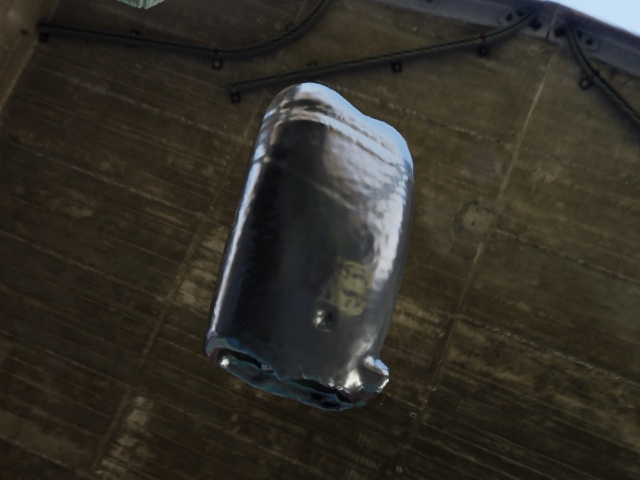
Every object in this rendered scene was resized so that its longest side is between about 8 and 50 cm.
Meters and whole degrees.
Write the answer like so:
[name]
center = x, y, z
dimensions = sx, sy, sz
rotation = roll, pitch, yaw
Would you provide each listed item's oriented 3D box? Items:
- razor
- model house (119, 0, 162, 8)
[razor]
center = 0.001, -0.001, 0.742
dimensions = 0.204, 0.113, 0.349
rotation = 24, -123, -21
[model house]
center = -0.154, -0.343, 0.572
dimensions = 0.198, 0.224, 0.215
rotation = -11, -93, -22
